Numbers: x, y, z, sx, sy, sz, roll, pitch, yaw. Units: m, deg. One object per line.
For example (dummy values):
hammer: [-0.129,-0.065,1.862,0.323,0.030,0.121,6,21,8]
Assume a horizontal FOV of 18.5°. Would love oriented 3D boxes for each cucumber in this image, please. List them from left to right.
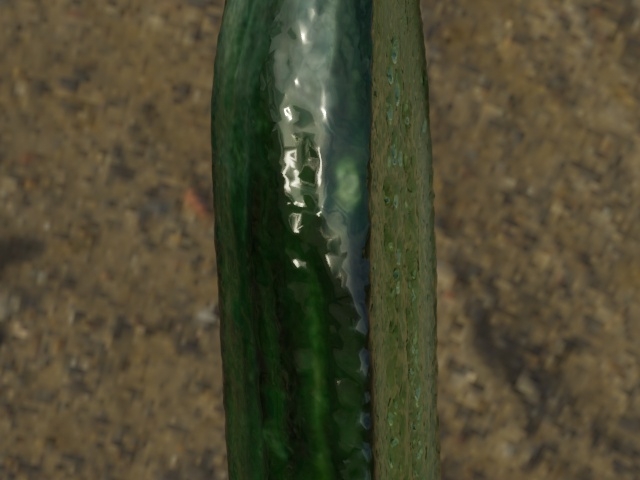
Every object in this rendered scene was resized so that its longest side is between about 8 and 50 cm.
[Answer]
cucumber: [0.000,0.000,0.608,0.063,0.243,0.115,3,17,12]
